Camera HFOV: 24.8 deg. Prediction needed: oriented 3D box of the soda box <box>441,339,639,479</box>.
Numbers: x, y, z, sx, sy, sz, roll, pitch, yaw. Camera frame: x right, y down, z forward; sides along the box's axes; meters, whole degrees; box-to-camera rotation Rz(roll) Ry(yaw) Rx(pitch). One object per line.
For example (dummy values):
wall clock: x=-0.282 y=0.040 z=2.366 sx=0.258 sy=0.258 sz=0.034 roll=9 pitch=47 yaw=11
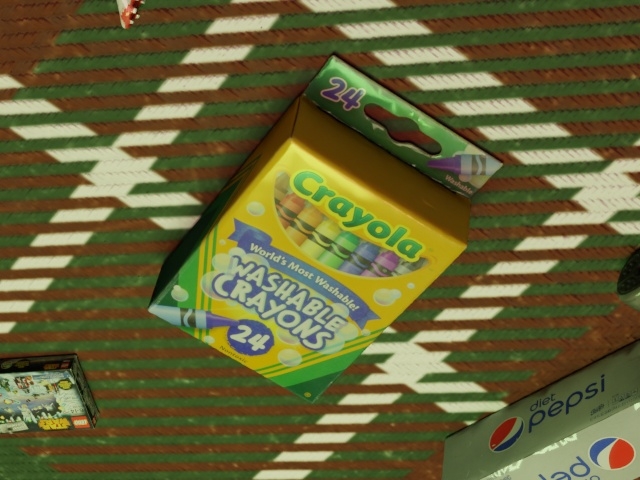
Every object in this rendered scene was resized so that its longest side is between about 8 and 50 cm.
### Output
soda box: x=0.264 y=0.210 z=1.531 sx=0.286 sy=0.098 sz=0.091 roll=-33 pitch=115 yaw=28

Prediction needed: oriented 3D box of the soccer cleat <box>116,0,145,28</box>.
soccer cleat: x=-0.176 y=-0.230 z=1.305 sx=0.036 sy=0.029 sz=0.083 roll=15 pitch=126 yaw=8

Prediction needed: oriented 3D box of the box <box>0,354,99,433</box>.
box: x=-0.328 y=0.175 z=1.642 sx=0.137 sy=0.027 sz=0.094 roll=-5 pitch=127 yaw=13

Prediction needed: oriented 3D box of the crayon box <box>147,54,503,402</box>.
crayon box: x=0.000 y=0.000 z=1.420 sx=0.203 sy=0.083 sz=0.323 roll=31 pitch=125 yaw=-15

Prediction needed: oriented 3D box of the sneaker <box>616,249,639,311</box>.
sneaker: x=0.405 y=0.023 z=1.374 sx=0.130 sy=0.087 sz=0.227 roll=36 pitch=128 yaw=-20
